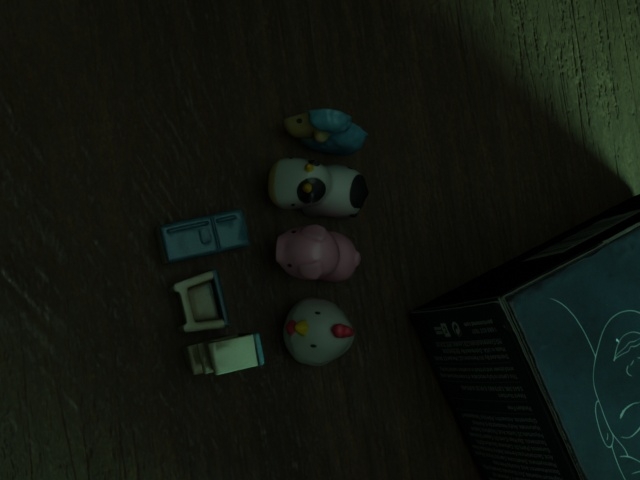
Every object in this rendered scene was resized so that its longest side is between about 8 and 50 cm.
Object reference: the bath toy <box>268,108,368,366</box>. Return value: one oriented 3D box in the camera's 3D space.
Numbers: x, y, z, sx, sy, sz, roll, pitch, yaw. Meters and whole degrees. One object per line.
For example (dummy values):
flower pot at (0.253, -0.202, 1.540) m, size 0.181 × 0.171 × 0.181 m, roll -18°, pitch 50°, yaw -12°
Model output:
bath toy at (0.000, 0.000, 1.513) m, size 0.151 × 0.129 × 0.348 m, roll 4°, pitch 84°, yaw -20°

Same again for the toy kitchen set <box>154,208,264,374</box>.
toy kitchen set at (-0.123, 0.063, 1.439) m, size 0.122 × 0.166 × 0.207 m, roll -13°, pitch 89°, yaw -21°

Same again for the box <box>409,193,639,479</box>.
box at (0.467, 0.208, 1.570) m, size 0.480 × 0.297 × 0.472 m, roll -25°, pitch 91°, yaw -21°
